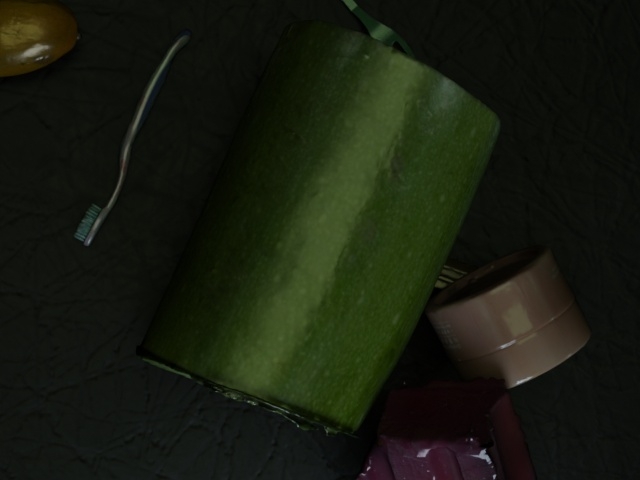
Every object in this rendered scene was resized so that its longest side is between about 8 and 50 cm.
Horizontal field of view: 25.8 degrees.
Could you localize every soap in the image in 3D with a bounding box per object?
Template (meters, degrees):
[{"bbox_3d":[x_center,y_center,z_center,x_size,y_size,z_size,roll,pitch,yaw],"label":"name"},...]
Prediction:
[{"bbox_3d":[0.135,0.280,1.479,0.182,0.112,0.289,1,128,28],"label":"soap"}]

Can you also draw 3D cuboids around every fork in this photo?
[{"bbox_3d":[0.027,-0.278,1.600,0.039,0.021,0.235,-42,93,-10],"label":"fork"}]

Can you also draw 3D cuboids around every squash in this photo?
[{"bbox_3d":[0.000,0.000,1.463,0.263,0.263,0.384,25,85,-6],"label":"squash"}]

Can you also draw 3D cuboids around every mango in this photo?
[{"bbox_3d":[-0.355,-0.226,1.521,0.190,0.075,0.098,1,72,-4],"label":"mango"}]

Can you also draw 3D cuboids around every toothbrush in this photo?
[{"bbox_3d":[-0.207,-0.117,1.561,0.027,0.021,0.269,26,84,-11],"label":"toothbrush"}]

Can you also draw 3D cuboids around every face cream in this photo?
[{"bbox_3d":[0.197,0.083,1.475,0.149,0.149,0.104,-28,95,-8],"label":"face cream"}]

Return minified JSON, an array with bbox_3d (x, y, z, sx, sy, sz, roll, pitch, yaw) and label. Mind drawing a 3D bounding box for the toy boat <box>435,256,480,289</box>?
[{"bbox_3d":[0.189,0.080,1.580,0.226,0.068,0.088,21,90,-6],"label":"toy boat"}]
